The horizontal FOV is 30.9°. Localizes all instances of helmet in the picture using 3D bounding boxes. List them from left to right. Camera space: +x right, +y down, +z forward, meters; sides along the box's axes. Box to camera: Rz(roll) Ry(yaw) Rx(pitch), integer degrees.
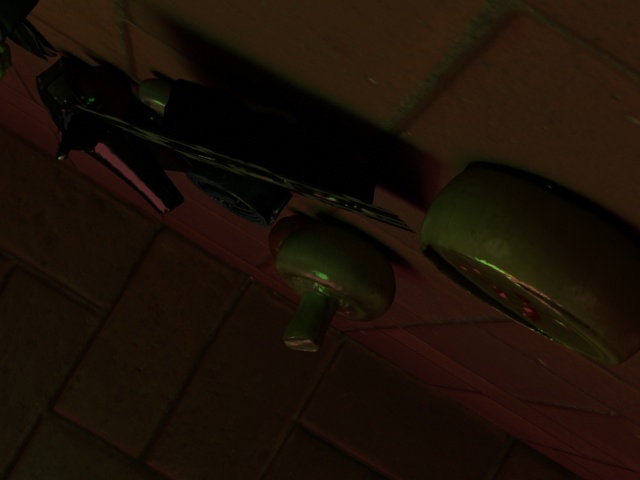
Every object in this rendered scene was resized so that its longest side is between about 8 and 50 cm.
[{"bbox_3d":[-0.321,-0.231,1.736,0.111,0.057,0.089,40,-149,-26],"label":"helmet"}]

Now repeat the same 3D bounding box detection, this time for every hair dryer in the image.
[{"bbox_3d":[-0.338,-0.132,1.758,0.303,0.120,0.359,53,-171,-12],"label":"hair dryer"}]

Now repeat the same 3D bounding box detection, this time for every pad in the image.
[{"bbox_3d":[-0.517,-0.361,1.803,0.174,0.022,0.233,30,171,14],"label":"pad"}]

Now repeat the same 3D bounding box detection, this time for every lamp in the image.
[{"bbox_3d":[-0.038,0.005,2.019,0.107,0.092,0.107,13,136,13],"label":"lamp"}]

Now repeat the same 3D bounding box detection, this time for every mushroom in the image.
[{"bbox_3d":[0.011,0.085,1.885,0.207,0.215,0.207,23,158,10],"label":"mushroom"}]

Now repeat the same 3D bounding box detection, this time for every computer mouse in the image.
[{"bbox_3d":[-0.205,-0.196,1.602,0.096,0.039,0.066,24,173,-6],"label":"computer mouse"}]

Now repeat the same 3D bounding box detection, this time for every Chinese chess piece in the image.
[{"bbox_3d":[0.219,0.025,1.154,0.250,0.103,0.250,32,174,4],"label":"Chinese chess piece"}]

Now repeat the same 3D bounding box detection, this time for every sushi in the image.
[{"bbox_3d":[-0.057,-0.124,1.352,0.373,0.100,0.296,19,179,12],"label":"sushi"}]

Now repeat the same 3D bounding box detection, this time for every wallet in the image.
[{"bbox_3d":[-0.319,-0.186,2.044,0.170,0.044,0.321,46,162,-27],"label":"wallet"}]

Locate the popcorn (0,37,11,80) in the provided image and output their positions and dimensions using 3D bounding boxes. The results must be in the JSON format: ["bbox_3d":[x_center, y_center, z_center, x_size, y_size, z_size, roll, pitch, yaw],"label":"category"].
[{"bbox_3d":[-0.565,-0.304,1.857,0.141,0.162,0.135,12,143,-27],"label":"popcorn"}]

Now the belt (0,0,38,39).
[{"bbox_3d":[-0.431,-0.325,1.360,0.206,0.116,0.267,40,172,-23],"label":"belt"}]

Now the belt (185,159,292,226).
[{"bbox_3d":[-0.122,-0.089,1.788,0.141,0.082,0.190,40,169,-33],"label":"belt"}]
